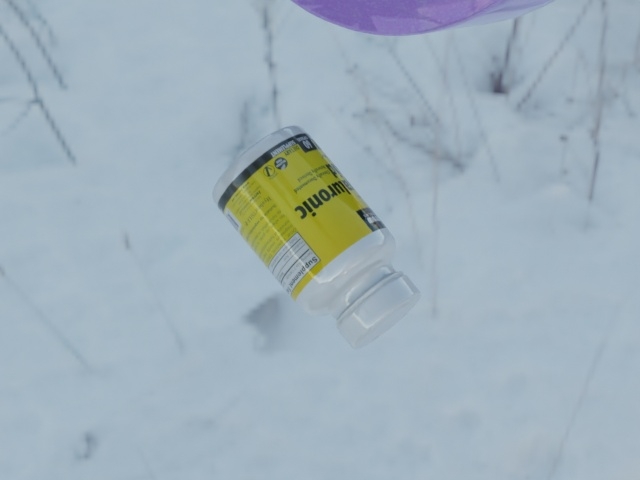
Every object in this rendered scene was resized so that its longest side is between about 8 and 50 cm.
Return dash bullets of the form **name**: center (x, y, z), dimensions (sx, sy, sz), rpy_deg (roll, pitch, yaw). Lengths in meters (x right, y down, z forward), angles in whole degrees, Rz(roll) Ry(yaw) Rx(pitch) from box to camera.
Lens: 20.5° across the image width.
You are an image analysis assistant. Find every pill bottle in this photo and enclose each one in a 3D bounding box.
- **pill bottle**: center (0.000, 0.000, 0.956), dimensions (0.065, 0.065, 0.116), rpy_deg (-33, 77, -30)

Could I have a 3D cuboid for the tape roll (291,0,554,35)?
- **tape roll**: center (0.060, -0.259, 1.024), dimensions (0.274, 0.275, 0.090), rpy_deg (31, 27, 27)
